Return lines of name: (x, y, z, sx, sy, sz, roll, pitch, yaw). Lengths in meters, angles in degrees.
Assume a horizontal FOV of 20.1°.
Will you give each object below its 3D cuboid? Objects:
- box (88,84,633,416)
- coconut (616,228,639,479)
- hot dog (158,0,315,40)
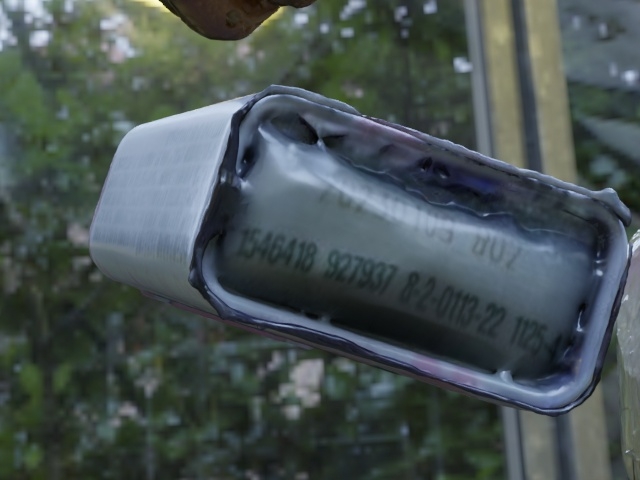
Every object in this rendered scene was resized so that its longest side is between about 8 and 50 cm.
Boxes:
box: (0.000, 0.000, 0.908, 0.190, 0.112, 0.370, 17, -4, -15)
coconut: (0.268, 0.053, 0.953, 0.227, 0.230, 0.227, -2, 20, 1)
hot dog: (-0.112, -0.283, 1.278, 0.158, 0.117, 0.349, -29, -45, 17)
